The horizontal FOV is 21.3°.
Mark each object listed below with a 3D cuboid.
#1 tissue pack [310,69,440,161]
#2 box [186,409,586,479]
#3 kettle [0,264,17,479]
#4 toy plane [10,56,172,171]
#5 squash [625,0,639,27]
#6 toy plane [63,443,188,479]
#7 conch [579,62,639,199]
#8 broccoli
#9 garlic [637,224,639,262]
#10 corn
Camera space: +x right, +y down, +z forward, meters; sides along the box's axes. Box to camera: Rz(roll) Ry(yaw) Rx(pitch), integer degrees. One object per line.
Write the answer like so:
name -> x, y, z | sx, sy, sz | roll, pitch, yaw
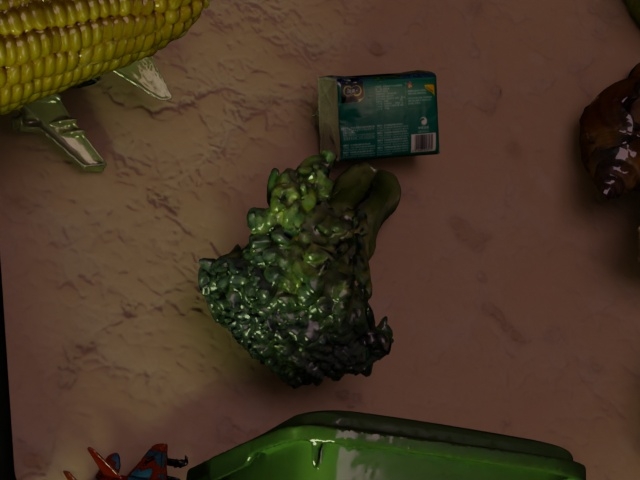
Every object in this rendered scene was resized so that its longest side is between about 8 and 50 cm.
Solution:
tissue pack -> 0.053, -0.126, 1.701 | 0.111, 0.079, 0.085 | -6, 100, -23
box -> 0.038, 0.252, 1.367 | 0.253, 0.329, 0.177 | 12, 70, -17
kettle -> -0.365, 0.095, 1.328 | 0.262, 0.203, 0.308 | 13, 60, -48
toy plane -> -0.267, -0.181, 1.584 | 0.256, 0.104, 0.242 | -4, 82, -31
squash -> 0.398, -0.258, 1.892 | 0.192, 0.184, 0.085 | 40, 96, 3
toy plane -> -0.139, 0.222, 1.401 | 0.189, 0.061, 0.130 | 15, 45, 39
conch -> 0.314, -0.117, 1.806 | 0.080, 0.086, 0.232 | -10, 47, 16
broccoli -> -0.008, -0.010, 1.556 | 0.177, 0.198, 0.275 | -4, 47, 26
garlic -> 0.401, -0.074, 1.782 | 0.128, 0.148, 0.266 | 3, 58, 11
corn -> -0.272, -0.178, 1.440 | 0.387, 0.144, 0.144 | -29, 79, -34
